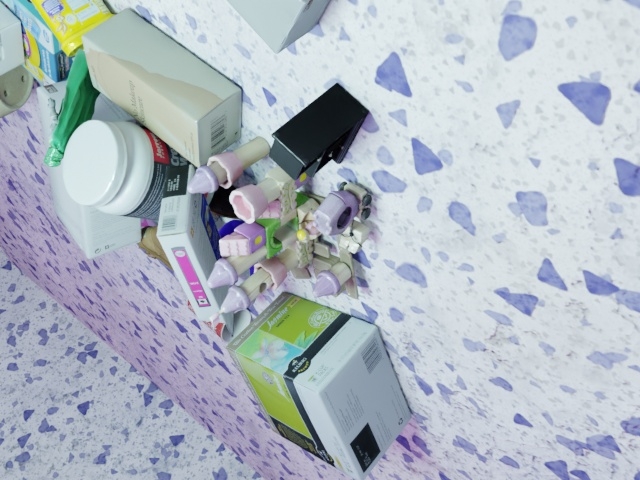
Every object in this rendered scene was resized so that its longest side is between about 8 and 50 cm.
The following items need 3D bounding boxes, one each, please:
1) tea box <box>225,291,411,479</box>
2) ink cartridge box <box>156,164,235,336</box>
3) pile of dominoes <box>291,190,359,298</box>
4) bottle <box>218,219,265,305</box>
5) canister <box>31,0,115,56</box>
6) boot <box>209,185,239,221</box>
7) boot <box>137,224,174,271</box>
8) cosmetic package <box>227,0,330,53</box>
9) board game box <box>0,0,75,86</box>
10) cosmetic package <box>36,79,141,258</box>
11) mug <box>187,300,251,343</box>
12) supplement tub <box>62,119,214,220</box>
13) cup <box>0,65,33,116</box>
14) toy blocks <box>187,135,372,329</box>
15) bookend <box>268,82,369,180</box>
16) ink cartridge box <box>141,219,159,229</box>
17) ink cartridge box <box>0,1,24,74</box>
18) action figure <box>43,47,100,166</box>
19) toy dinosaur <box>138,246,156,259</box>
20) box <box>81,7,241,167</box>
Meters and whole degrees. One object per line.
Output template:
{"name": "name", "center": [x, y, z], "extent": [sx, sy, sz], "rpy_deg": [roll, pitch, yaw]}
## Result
{"name": "tea box", "center": [-0.001, 0.342, 1.611], "extent": [0.323, 0.220, 0.329], "rpy_deg": [15, 138, 42]}
{"name": "ink cartridge box", "center": [-0.245, 0.035, 1.391], "extent": [0.069, 0.176, 0.371], "rpy_deg": [-8, 140, 5]}
{"name": "pile of dominoes", "center": [0.000, 0.000, 1.396], "extent": [0.195, 0.040, 0.251], "rpy_deg": [20, 134, 39]}
{"name": "bottle", "center": [-0.193, 0.070, 1.651], "extent": [0.118, 0.092, 0.283], "rpy_deg": [29, 148, 17]}
{"name": "canister", "center": [-0.505, -0.476, 1.348], "extent": [0.170, 0.126, 0.073], "rpy_deg": [57, 157, -14]}
{"name": "boot", "center": [-0.234, -0.087, 1.557], "extent": [0.219, 0.082, 0.106], "rpy_deg": [24, 166, 27]}
{"name": "boot", "center": [-0.328, 0.019, 1.722], "extent": [0.236, 0.089, 0.269], "rpy_deg": [28, 157, -32]}
{"name": "cosmetic package", "center": [-0.092, -0.397, 0.934], "extent": [0.238, 0.107, 0.127], "rpy_deg": [46, 151, -5]}
{"name": "board game box", "center": [-0.716, -0.532, 1.599], "extent": [0.336, 0.079, 0.254], "rpy_deg": [43, 151, 6]}
{"name": "cosmetic package", "center": [-0.550, -0.173, 1.618], "extent": [0.217, 0.156, 0.385], "rpy_deg": [46, 141, 29]}
{"name": "mug", "center": [-0.298, 0.220, 1.963], "extent": [0.169, 0.113, 0.150], "rpy_deg": [31, 146, 31]}
{"name": "supplement tub", "center": [-0.370, -0.140, 1.400], "extent": [0.191, 0.272, 0.191], "rpy_deg": [-3, 84, 34]}
{"name": "cup", "center": [-0.914, -0.445, 1.776], "extent": [0.236, 0.331, 0.331], "rpy_deg": [11, 141, 10]}
{"name": "toy blocks", "center": [-0.108, 0.010, 1.261], "extent": [0.308, 0.260, 0.289], "rpy_deg": [31, 140, 29]}
{"name": "bookend", "center": [-0.017, -0.148, 1.086], "extent": [0.072, 0.157, 0.156], "rpy_deg": [43, 150, 7]}
{"name": "ink cartridge box", "center": [-0.450, -0.109, 1.794], "extent": [0.324, 0.071, 0.330], "rpy_deg": [-12, 116, 56]}
{"name": "ink cartridge box", "center": [-0.787, -0.505, 1.553], "extent": [0.203, 0.086, 0.148], "rpy_deg": [44, 149, 5]}
{"name": "action figure", "center": [-0.510, -0.256, 1.367], "extent": [0.063, 0.232, 0.137], "rpy_deg": [9, 162, 13]}
{"name": "toy dinosaur", "center": [-0.482, 0.032, 2.036], "extent": [0.112, 0.064, 0.211], "rpy_deg": [41, 166, -29]}
{"name": "box", "center": [-0.307, -0.299, 1.312], "extent": [0.311, 0.121, 0.148], "rpy_deg": [36, 151, 17]}
